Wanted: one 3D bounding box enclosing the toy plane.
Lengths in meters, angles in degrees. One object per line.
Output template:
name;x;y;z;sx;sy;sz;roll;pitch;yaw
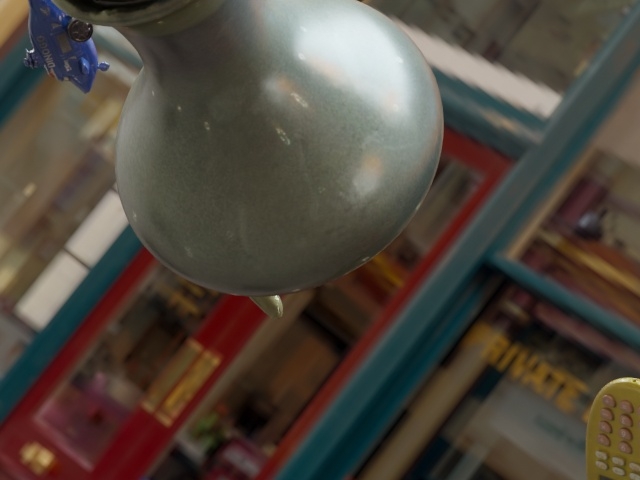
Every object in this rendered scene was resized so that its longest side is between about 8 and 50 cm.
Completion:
toy plane;-0.221;-0.182;1.408;0.167;0.062;0.054;67;-7;-34

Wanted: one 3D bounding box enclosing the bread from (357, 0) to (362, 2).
bread;-0.020;-0.215;1.276;0.124;0.084;0.344;1;0;10

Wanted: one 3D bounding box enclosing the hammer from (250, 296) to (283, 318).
hammer;0.000;0.000;1.575;0.060;0.195;0.028;49;-39;3

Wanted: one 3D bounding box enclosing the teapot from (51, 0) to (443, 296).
teapot;-0.049;-0.090;0.900;0.183;0.183;0.251;32;-14;35

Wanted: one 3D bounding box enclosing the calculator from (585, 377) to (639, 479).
calculator;0.359;0.260;1.974;0.146;0.032;0.234;17;-57;41
